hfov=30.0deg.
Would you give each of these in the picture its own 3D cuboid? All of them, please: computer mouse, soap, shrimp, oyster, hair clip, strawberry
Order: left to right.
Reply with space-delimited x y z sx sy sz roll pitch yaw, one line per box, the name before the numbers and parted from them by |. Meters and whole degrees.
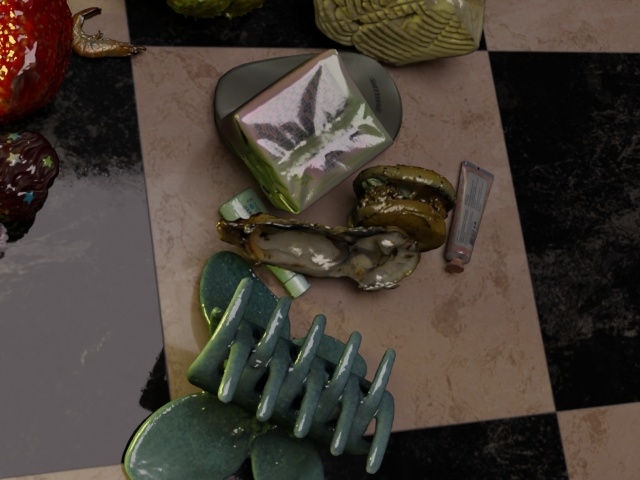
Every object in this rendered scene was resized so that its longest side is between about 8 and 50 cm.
strawberry | -0.476 -0.290 1.725 0.261 0.257 0.261 0 96 1
shrimp | -0.342 -0.331 1.923 0.127 0.025 0.091 9 70 -16
hair clip | -0.059 0.216 1.756 0.318 0.238 0.392 29 66 -14
soap | -0.025 -0.168 1.860 0.199 0.138 0.182 -36 102 -11
computer mouse | -0.014 -0.221 1.983 0.330 0.095 0.197 -10 74 -23
oyster | -0.001 0.002 1.863 0.345 0.129 0.079 10 48 -20

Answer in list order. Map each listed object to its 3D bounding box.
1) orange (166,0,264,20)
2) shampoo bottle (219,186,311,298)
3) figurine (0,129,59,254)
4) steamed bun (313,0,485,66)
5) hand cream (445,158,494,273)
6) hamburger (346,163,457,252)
orange | -0.185 -0.515 1.927 0.301 0.223 0.300 30 63 -16
shampoo bottle | -0.082 0.007 1.913 0.069 0.041 0.191 -36 90 -31
figurine | -0.491 -0.075 1.738 0.240 0.116 0.175 -37 89 -26
steamed bun | 0.136 -0.442 2.023 0.289 0.276 0.203 1 60 5
hand cream | 0.252 -0.041 2.061 0.067 0.043 0.210 25 62 -15
hamburger | 0.124 -0.055 1.949 0.177 0.185 0.113 30 64 -53
